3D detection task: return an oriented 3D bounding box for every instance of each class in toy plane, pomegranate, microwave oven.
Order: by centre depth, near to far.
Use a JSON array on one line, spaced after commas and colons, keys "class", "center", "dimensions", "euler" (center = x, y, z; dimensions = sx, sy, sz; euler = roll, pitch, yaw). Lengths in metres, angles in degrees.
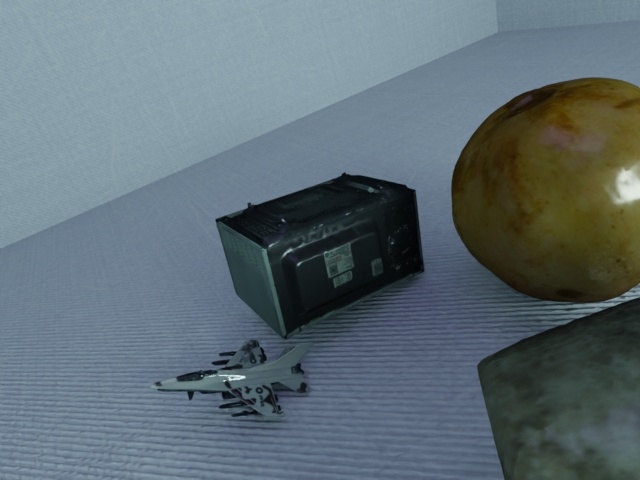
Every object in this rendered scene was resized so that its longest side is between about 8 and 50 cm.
[{"class": "pomegranate", "center": [0.362, -0.061, 0.666], "dimensions": [0.338, 0.338, 0.338], "euler": [-14, 29, 8]}, {"class": "toy plane", "center": [-0.121, 0.206, 0.668], "dimensions": [0.234, 0.082, 0.160], "euler": [-12, 35, -14]}, {"class": "microwave oven", "center": [0.000, 0.000, 0.806], "dimensions": [0.295, 0.181, 0.237], "euler": [-21, 23, -25]}]

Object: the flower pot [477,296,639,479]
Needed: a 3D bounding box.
[{"class": "flower pot", "center": [0.301, 0.164, 0.311], "dimensions": [0.330, 0.294, 0.294], "euler": [-18, 28, 16]}]
